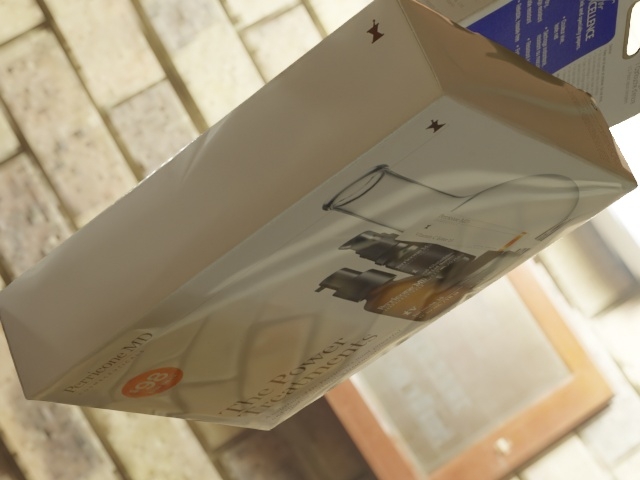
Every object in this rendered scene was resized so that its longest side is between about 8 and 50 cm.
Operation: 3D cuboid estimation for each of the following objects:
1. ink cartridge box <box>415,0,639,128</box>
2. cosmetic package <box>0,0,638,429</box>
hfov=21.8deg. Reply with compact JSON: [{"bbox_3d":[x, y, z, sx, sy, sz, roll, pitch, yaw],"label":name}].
[{"bbox_3d":[0.179,-0.158,1.512,0.072,0.307,0.303,51,-15,28],"label":"ink cartridge box"},{"bbox_3d":[0.000,0.000,1.187,0.284,0.377,0.097,18,43,-52],"label":"cosmetic package"}]
